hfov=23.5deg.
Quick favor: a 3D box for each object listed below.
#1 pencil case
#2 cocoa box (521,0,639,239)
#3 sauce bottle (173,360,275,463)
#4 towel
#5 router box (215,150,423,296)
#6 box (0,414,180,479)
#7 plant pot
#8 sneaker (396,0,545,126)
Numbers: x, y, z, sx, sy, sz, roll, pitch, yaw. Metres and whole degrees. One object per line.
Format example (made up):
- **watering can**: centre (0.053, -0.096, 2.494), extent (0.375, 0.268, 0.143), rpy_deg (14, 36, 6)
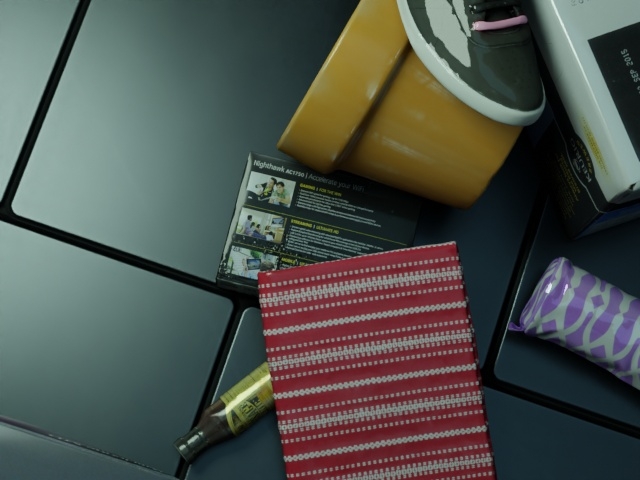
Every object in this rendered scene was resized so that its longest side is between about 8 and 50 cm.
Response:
- **pencil case**: centre (0.292, 0.097, 1.482), extent (0.206, 0.086, 0.088), rpy_deg (31, 106, 4)
- **cocoa box**: centre (0.298, -0.211, 1.467), extent (0.231, 0.228, 0.347), rpy_deg (-19, 80, -8)
- **sauce bottle**: centre (-0.081, 0.164, 1.462), extent (0.128, 0.042, 0.042), rpy_deg (-39, 83, -9)
- **towel**: centre (0.056, 0.150, 1.450), extent (0.198, 0.031, 0.275), rpy_deg (-9, 92, -6)
- **router box**: centre (0.000, 0.000, 1.498), extent (0.178, 0.046, 0.133), rpy_deg (14, 77, -1)
- **box**: centre (-0.275, 0.246, 1.303), extent (0.296, 0.294, 0.183), rpy_deg (18, 78, -1)
- **plant pot**: centre (0.089, -0.128, 1.455), extent (0.188, 0.205, 0.205), rpy_deg (30, 78, -3)
- **sneaker**: centre (0.135, -0.249, 1.329), extent (0.104, 0.147, 0.296), rpy_deg (-11, 67, -30)
